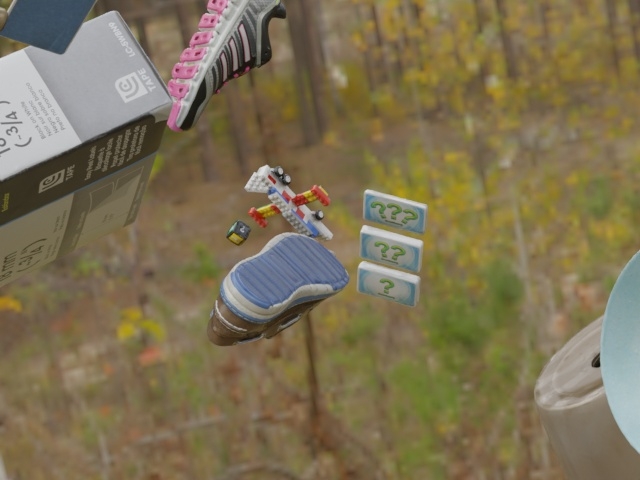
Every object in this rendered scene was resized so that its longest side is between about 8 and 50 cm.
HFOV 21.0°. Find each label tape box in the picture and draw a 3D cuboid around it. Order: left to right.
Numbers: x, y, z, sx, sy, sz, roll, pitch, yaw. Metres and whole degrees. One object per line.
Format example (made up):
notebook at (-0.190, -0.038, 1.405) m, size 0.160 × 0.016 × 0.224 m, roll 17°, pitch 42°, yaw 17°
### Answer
label tape box at (-0.301, -0.033, 1.411) m, size 0.333 × 0.106 × 0.240 m, roll -27°, pitch -14°, yaw -23°

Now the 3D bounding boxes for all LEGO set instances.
LEGO set at (0.000, 0.000, 2.050) m, size 0.244 × 0.182 × 0.060 m, roll 16°, pitch 51°, yaw 11°

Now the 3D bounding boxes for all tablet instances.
tablet at (-0.190, -0.169, 1.229) m, size 0.054 × 0.083 × 0.006 m, roll 16°, pitch 42°, yaw -28°

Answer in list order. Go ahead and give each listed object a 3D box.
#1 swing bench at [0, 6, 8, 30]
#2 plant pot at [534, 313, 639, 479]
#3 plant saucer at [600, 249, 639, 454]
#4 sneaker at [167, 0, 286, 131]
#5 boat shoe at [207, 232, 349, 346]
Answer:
swing bench at (-0.306, -0.234, 1.063) m, size 0.165 × 0.254 × 0.253 m, roll -55°, pitch 4°, yaw -39°
plant pot at (0.401, 0.230, 1.978) m, size 0.323 × 0.280 × 0.323 m, roll -35°, pitch 16°, yaw 11°
plant saucer at (0.299, 0.086, 1.340) m, size 0.037 × 0.195 × 0.195 m, roll 3°, pitch 2°, yaw -36°
sneaker at (-0.086, -0.172, 1.634) m, size 0.075 × 0.170 × 0.063 m, roll 28°, pitch -5°, yaw -26°
boat shoe at (-0.041, 0.042, 1.408) m, size 0.066 × 0.066 × 0.183 m, roll -50°, pitch -16°, yaw 24°
